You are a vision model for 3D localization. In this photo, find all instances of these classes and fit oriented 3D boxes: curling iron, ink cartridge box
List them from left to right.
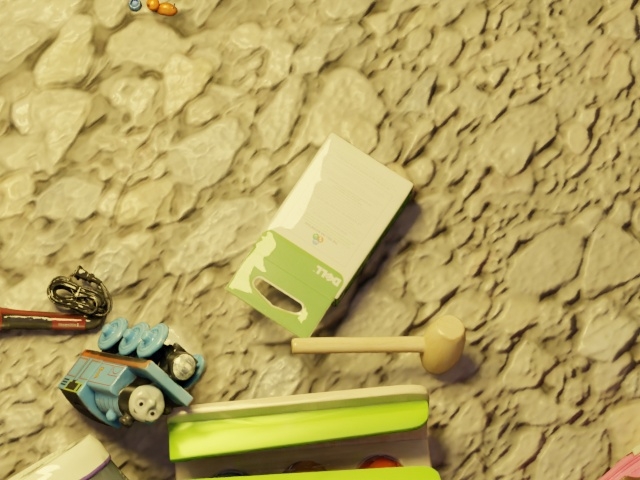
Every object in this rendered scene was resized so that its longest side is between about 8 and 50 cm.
[{"bbox_3d":[-0.361,0.071,1.513,0.273,0.035,0.068,-4,74,-2],"label":"curling iron"},{"bbox_3d":[0.000,0.000,1.515,0.109,0.062,0.209,33,80,6],"label":"ink cartridge box"}]

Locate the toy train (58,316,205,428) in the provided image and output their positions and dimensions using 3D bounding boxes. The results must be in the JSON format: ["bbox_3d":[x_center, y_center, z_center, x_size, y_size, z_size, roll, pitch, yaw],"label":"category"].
[{"bbox_3d":[-0.192,0.141,1.432,0.080,0.184,0.105,44,69,-26],"label":"toy train"}]

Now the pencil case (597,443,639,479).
[{"bbox_3d":[0.310,0.281,1.444,0.209,0.095,0.098,-37,116,-9],"label":"pencil case"}]

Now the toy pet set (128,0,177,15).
[{"bbox_3d":[-0.156,-0.321,1.580,0.114,0.065,0.122,8,79,2],"label":"toy pet set"}]

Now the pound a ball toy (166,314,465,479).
[{"bbox_3d":[0.003,0.206,1.453,0.319,0.136,0.208,-5,56,-3],"label":"pound a ball toy"}]

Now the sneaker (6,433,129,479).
[{"bbox_3d":[-0.280,0.360,1.315,0.322,0.130,0.236,-33,95,-19],"label":"sneaker"}]
